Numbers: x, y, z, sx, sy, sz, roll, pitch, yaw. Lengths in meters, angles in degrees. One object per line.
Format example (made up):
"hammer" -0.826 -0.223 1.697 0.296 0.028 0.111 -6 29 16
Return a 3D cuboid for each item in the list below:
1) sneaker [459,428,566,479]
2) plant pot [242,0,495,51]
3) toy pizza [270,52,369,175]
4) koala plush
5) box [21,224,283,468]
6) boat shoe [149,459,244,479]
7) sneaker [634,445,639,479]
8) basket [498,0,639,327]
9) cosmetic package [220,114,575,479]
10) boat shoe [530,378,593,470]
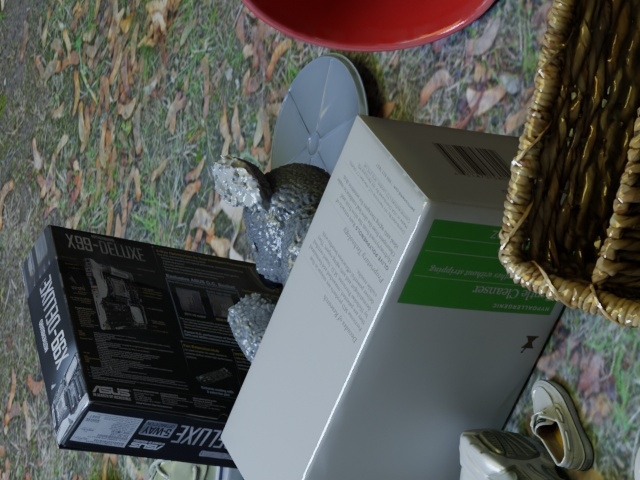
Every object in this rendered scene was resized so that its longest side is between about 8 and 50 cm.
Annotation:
"sneaker" 0.181 0.251 1.618 0.232 0.090 0.115 -130 47 -65
"plant pot" 0.050 -0.356 1.841 0.275 0.275 0.243 -43 37 49
"toy pizza" 0.005 -0.101 2.065 0.201 0.032 0.201 -22 64 56
"koala plush" 0.000 0.000 1.880 0.203 0.196 0.221 -59 43 20
"box" -0.141 0.116 1.988 0.076 0.307 0.242 -55 39 34
"boat shoe" -0.148 0.281 2.182 0.109 0.094 0.302 -16 69 59
"sneaker" 0.270 0.224 1.479 0.061 0.054 0.152 -4 79 58
"basket" 0.288 -0.075 1.345 0.213 0.223 0.299 31 109 60
"cosmetic package" 0.074 0.086 1.722 0.155 0.197 0.365 54 131 48
"boat shoe" 0.198 0.157 1.644 0.035 0.035 0.100 -60 36 35
